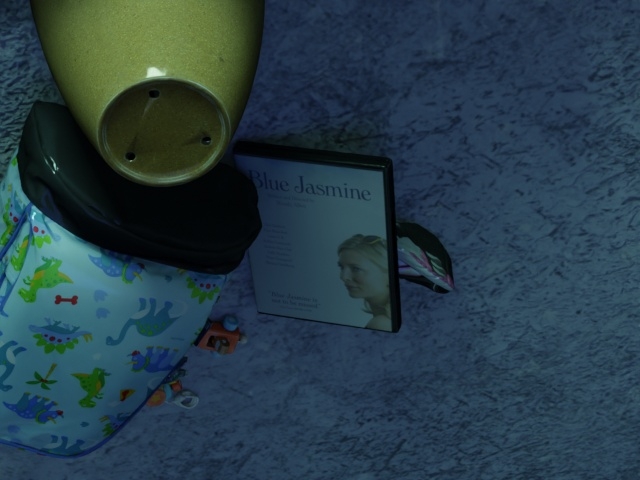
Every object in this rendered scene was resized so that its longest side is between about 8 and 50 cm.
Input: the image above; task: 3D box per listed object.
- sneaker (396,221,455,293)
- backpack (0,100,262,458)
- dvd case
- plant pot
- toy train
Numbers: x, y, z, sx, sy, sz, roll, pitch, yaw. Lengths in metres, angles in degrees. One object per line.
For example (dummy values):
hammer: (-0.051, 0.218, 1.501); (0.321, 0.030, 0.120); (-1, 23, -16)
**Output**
sneaker: (0.080, 0.015, 1.579); (0.178, 0.072, 0.077); (33, 127, -22)
backpack: (-0.266, 0.065, 1.446); (0.290, 0.273, 0.355); (21, 135, -34)
dvd case: (0.000, 0.000, 1.521); (0.180, 0.022, 0.253); (8, 132, 16)
plant pot: (-0.157, -0.172, 1.244); (0.237, 0.254, 0.237); (-5, 130, -6)
toy train: (-0.168, 0.160, 1.651); (0.125, 0.046, 0.166); (16, 124, -22)
